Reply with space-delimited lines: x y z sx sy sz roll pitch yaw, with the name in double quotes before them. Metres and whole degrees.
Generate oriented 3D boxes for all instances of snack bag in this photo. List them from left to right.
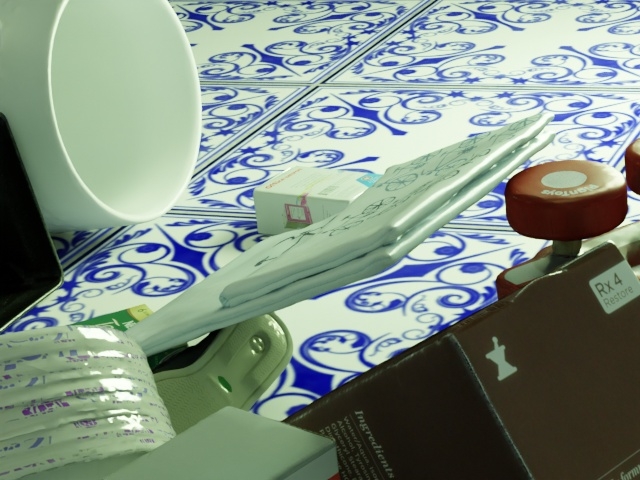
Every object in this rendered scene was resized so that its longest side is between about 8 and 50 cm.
"snack bag" 0.000 0.000 1.429 0.343 0.037 0.323 -22 8 36

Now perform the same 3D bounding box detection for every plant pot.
"plant pot" -0.390 0.002 1.653 0.167 0.188 0.187 -9 18 26

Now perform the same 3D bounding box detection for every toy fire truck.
"toy fire truck" 0.301 0.032 1.373 0.302 0.169 0.254 -17 25 -25

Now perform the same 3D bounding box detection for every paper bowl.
"paper bowl" -0.220 0.177 1.057 0.284 0.148 0.284 -21 -16 -6

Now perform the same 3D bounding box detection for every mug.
"mug" -0.364 -0.158 1.827 0.328 0.276 0.374 -5 -23 29

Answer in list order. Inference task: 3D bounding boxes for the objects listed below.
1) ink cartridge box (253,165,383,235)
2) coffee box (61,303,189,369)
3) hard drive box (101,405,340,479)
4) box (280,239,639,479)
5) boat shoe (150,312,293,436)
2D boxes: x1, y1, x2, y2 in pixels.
"ink cartridge box" 0.003 -0.039 1.809 0.122 0.052 0.088 9 25 31
"coffee box" -0.216 0.110 1.491 0.184 0.040 0.113 -14 22 -21
"hard drive box" -0.089 0.225 0.954 0.089 0.181 0.232 12 28 39
"box" 0.108 0.132 1.047 0.168 0.167 0.203 -24 -6 -42
"boat shoe" -0.113 0.135 1.374 0.079 0.084 0.233 -29 7 43
